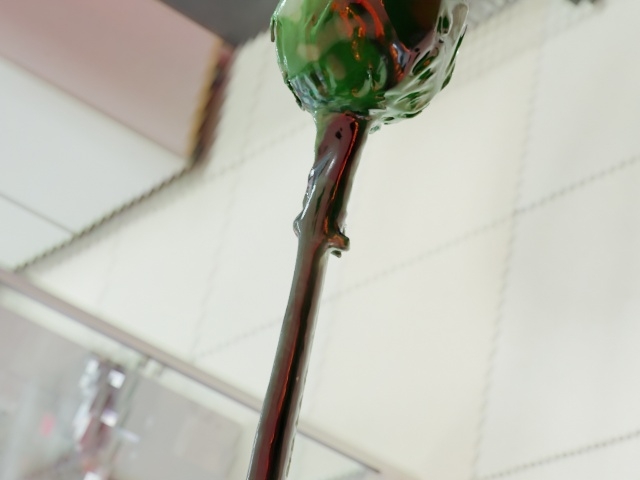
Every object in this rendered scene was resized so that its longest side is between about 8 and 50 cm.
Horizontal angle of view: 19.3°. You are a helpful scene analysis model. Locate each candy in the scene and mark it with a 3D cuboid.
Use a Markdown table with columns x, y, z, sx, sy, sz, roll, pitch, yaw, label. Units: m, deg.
| x | y | z | sx | sy | sz | roll | pitch | yaw | label |
| --- | --- | --- | --- | --- | --- | --- | --- | --- | --- |
| -0.001 | 0.001 | 0.854 | 0.097 | 0.097 | 0.323 | -18 | 53 | 52 | candy |
